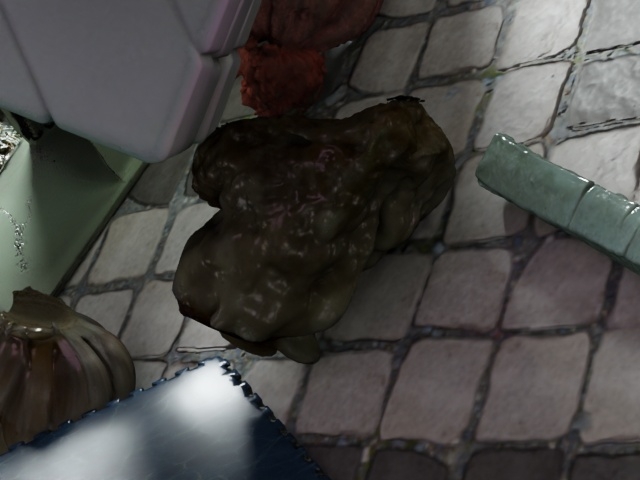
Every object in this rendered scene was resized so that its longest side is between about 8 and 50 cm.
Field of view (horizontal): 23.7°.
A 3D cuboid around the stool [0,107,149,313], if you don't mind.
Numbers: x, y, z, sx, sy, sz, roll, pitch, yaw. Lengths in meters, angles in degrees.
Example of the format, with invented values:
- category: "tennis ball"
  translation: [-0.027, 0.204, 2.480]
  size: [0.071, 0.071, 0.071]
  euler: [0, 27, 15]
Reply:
- category: "stool"
  translation: [-0.312, -0.100, 1.418]
  size: [0.170, 0.243, 0.270]
  euler: [22, 74, 37]

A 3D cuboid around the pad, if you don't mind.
- category: "pad"
  translation: [-0.136, 0.193, 1.086]
  size: [0.269, 0.012, 0.269]
  euler: [-24, 33, -19]

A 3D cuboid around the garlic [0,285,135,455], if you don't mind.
- category: "garlic"
  translation: [-0.225, 0.147, 1.260]
  size: [0.131, 0.127, 0.194]
  euler: [-142, 67, -72]

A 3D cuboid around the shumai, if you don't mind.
- category: "shumai"
  translation: [0.000, 0.000, 1.144]
  size: [0.218, 0.184, 0.185]
  euler: [-5, 88, 29]

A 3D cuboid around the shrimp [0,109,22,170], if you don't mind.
- category: "shrimp"
  translation: [-0.332, -0.092, 1.629]
  size: [0.082, 0.076, 0.174]
  euler: [4, 44, -1]

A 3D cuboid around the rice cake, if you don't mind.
- category: "rice cake"
  translation: [0.187, -0.018, 1.034]
  size: [0.045, 0.042, 0.245]
  euler: [-60, 37, 4]

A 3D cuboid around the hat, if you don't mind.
- category: "hat"
  translation: [-0.030, -0.243, 1.334]
  size: [0.107, 0.236, 0.286]
  euler: [8, 96, 61]

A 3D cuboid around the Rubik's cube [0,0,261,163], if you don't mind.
- category: "Rubik's cube"
  translation: [-0.186, -0.261, 1.111]
  size: [0.316, 0.322, 0.319]
  euler: [-66, -3, -82]
